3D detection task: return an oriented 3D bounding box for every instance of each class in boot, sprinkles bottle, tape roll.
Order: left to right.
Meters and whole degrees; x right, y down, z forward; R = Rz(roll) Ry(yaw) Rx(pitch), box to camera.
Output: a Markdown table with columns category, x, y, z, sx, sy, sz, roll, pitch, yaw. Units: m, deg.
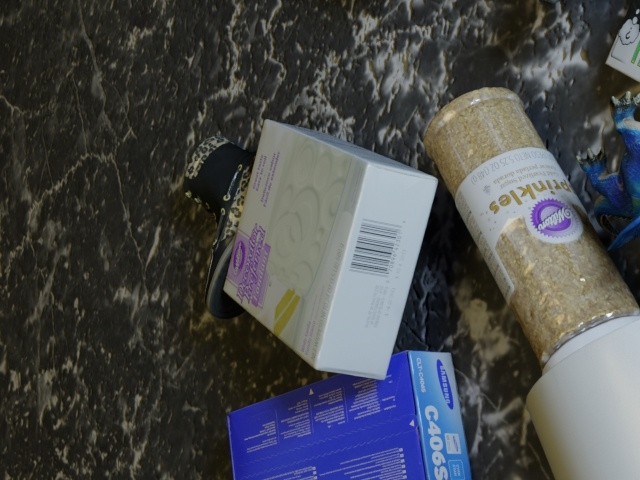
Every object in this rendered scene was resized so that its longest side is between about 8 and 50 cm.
| category | x | y | z | sx | sy | sz | roll | pitch | yaw |
| --- | --- | --- | --- | --- | --- | --- | --- | --- | --- |
| boot | -0.131 | -0.025 | 1.702 | 0.178 | 0.085 | 0.236 | 28 | 100 | 50 |
| sprinkles bottle | 0.225 | 0.007 | 1.258 | 0.121 | 0.121 | 0.355 | -48 | 52 | 34 |
| tape roll | 0.317 | 0.173 | 1.036 | 0.246 | 0.246 | 0.169 | -40 | 56 | 38 |

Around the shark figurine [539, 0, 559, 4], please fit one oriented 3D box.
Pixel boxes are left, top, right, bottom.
| category | x | y | z | sx | sy | sz | roll | pitch | yaw |
| --- | --- | --- | --- | --- | --- | --- | --- | --- | --- |
| shark figurine | 0.273 | -0.359 | 1.286 | 0.116 | 0.166 | 0.278 | -1 | 77 | 18 |

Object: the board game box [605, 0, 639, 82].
| category | x | y | z | sx | sy | sz | roll | pitch | yaw |
| --- | --- | --- | --- | --- | --- | --- | --- | --- | --- |
| board game box | 0.381 | -0.201 | 1.088 | 0.305 | 0.053 | 0.193 | -126 | 53 | -62 |

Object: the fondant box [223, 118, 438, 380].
| category | x | y | z | sx | sy | sz | roll | pitch | yaw |
| --- | --- | --- | --- | --- | --- | --- | --- | --- | --- |
| fondant box | 0.000 | 0.000 | 1.476 | 0.330 | 0.096 | 0.238 | 32 | 109 | 65 |

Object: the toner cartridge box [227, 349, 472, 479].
| category | x | y | z | sx | sy | sz | roll | pitch | yaw |
| --- | --- | --- | --- | --- | --- | --- | --- | --- | --- |
| toner cartridge box | 0.024 | 0.254 | 1.488 | 0.348 | 0.075 | 0.165 | -25 | 67 | 45 |

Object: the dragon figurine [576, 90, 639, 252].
| category | x | y | z | sx | sy | sz | roll | pitch | yaw |
| --- | --- | --- | --- | --- | --- | --- | --- | --- | --- |
| dragon figurine | 0.298 | -0.038 | 1.104 | 0.289 | 0.085 | 0.144 | 107 | 156 | -56 |
